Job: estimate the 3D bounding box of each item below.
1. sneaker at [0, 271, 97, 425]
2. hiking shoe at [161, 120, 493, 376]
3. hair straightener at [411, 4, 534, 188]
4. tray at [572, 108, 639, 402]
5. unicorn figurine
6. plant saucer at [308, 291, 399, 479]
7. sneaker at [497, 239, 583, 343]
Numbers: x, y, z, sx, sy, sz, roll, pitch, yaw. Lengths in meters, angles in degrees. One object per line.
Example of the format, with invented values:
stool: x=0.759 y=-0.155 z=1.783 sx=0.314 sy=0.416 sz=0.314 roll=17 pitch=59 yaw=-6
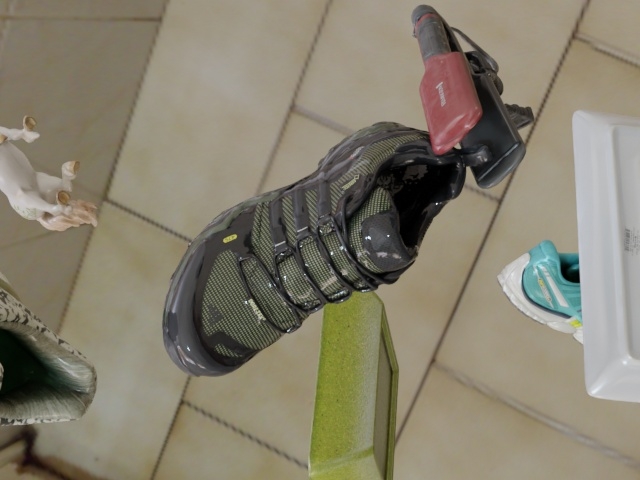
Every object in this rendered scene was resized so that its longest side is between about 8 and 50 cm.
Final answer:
sneaker: x=-0.282 y=0.055 z=0.704 sx=0.182 sy=0.410 sz=0.158 roll=15 pitch=90 yaw=27
hiking shoe: x=0.000 y=0.000 z=0.704 sx=0.227 sy=0.114 sz=0.086 roll=-42 pitch=109 yaw=-18
hair straightener: x=0.101 y=-0.100 z=0.791 sx=0.089 sy=0.230 sz=0.047 roll=35 pitch=109 yaw=-23
tray: x=0.290 y=0.007 z=0.968 sx=0.145 sy=0.030 sz=0.271 roll=6 pitch=64 yaw=-6
unicorn figurine: x=-0.252 y=-0.069 z=0.925 sx=0.111 sy=0.060 sz=0.162 roll=-9 pitch=111 yaw=51
plant saucer: x=0.034 y=0.138 z=0.958 sx=0.045 sy=0.188 sz=0.188 roll=-1 pitch=59 yaw=11
sneaker: x=0.372 y=0.079 z=1.576 sx=0.275 sy=0.107 sz=0.110 roll=21 pitch=123 yaw=-32
